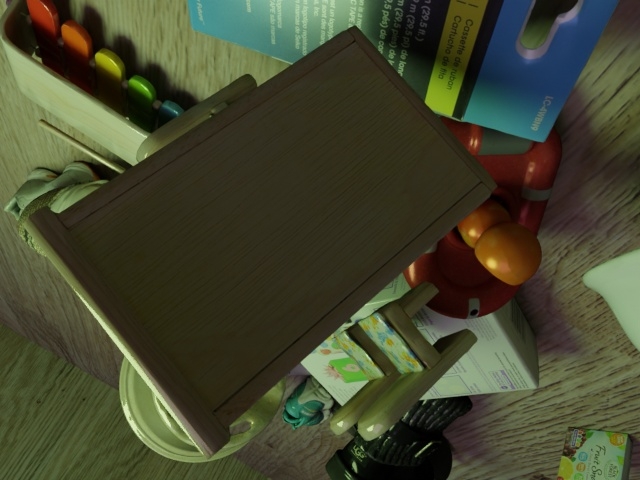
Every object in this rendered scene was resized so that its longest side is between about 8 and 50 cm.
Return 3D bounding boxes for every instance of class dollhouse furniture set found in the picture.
[{"bbox_3d":[-0.056,0.037,0.525,0.362,0.256,0.394,50,160,6],"label":"dollhouse furniture set"}]

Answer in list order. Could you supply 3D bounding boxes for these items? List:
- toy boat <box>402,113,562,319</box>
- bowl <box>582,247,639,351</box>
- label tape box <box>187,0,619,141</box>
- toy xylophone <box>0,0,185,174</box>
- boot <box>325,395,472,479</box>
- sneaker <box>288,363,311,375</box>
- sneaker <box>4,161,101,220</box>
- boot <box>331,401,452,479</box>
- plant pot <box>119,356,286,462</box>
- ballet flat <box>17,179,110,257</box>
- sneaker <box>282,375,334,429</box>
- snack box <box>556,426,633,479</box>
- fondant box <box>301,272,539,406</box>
[{"bbox_3d":[0.166,-0.011,0.553,0.150,0.151,0.231,-3,124,-8],"label":"toy boat"},{"bbox_3d":[0.368,0.049,0.408,0.297,0.134,0.298,-11,165,-3],"label":"bowl"},{"bbox_3d":[0.055,-0.248,0.426,0.347,0.115,0.249,20,146,11],"label":"label tape box"},{"bbox_3d":[-0.323,-0.197,0.808,0.322,0.081,0.236,37,154,-12],"label":"toy xylophone"},{"bbox_3d":[0.185,0.369,1.056,0.131,0.260,0.348,37,-178,36],"label":"boot"},{"bbox_3d":[-0.108,0.287,1.281,0.237,0.086,0.085,-1,134,37],"label":"sneaker"},{"bbox_3d":[-0.515,-0.076,1.083,0.262,0.121,0.099,-1,135,38],"label":"sneaker"},{"bbox_3d":[0.164,0.464,1.320,0.263,0.091,0.229,46,149,-15],"label":"boot"},{"bbox_3d":[-0.205,0.257,1.041,0.333,0.334,0.305,35,158,-7],"label":"plant pot"},{"bbox_3d":[-0.290,-0.013,0.920,0.482,0.164,0.182,17,159,2],"label":"ballet flat"},{"bbox_3d":[-0.044,0.391,1.312,0.107,0.110,0.275,51,161,21],"label":"sneaker"},{"bbox_3d":[0.454,0.387,0.923,0.100,0.141,0.037,-8,130,43],"label":"snack box"},{"bbox_3d":[0.121,0.137,0.828,0.330,0.096,0.238,-17,127,30],"label":"fondant box"}]
